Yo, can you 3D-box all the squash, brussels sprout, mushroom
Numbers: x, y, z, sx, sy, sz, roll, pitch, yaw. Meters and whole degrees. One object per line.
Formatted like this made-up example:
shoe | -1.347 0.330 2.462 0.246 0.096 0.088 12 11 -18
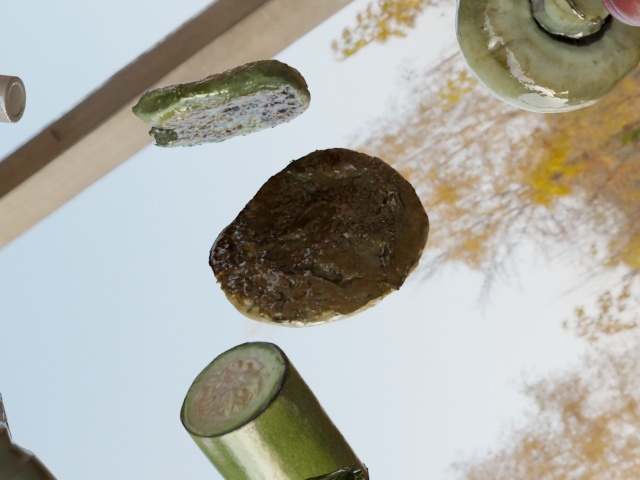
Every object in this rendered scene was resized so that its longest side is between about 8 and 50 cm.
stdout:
squash | -0.089 0.433 2.072 0.384 0.263 0.263 58 -164 -30
brussels sprout | 0.011 0.471 1.797 0.139 0.181 0.100 7 -114 -38
mushroom | 0.391 -0.387 1.642 0.352 0.352 0.260 56 164 -6

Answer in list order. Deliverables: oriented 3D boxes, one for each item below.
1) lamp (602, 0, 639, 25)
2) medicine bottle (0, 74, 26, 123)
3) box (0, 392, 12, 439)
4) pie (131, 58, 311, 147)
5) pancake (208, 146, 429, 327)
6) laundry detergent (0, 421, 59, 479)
lamp | 0.420 -0.357 1.230 0.140 0.182 0.182 33 -157 -7
medicine bottle | -0.555 -0.211 1.403 0.095 0.260 0.095 4 -90 -82
box | -0.546 0.368 1.350 0.333 0.145 0.173 -81 -12 -63
pie | -0.160 -0.225 1.649 0.302 0.303 0.066 12 -118 -65
pancake | -0.001 -0.001 1.533 0.356 0.356 0.065 -102 -5 -46
laundry detergent | -0.370 0.382 1.215 0.125 0.264 0.397 -42 -57 -64
